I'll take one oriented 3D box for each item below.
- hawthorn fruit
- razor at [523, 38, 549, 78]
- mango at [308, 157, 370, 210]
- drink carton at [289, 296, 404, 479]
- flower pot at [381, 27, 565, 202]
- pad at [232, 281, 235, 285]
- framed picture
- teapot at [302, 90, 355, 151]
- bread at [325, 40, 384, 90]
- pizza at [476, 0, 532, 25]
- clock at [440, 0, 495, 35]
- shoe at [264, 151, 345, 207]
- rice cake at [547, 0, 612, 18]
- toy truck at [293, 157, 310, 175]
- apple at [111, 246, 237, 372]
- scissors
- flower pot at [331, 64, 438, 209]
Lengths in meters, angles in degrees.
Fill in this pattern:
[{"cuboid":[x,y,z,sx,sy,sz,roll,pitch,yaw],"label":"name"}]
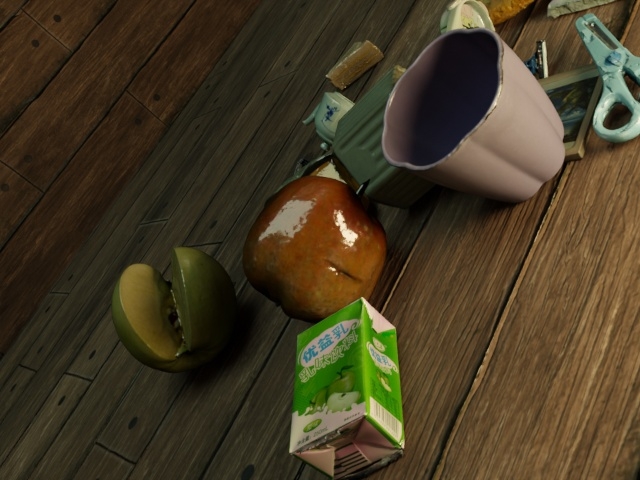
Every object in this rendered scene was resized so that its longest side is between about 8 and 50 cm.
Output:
[{"cuboid":[0.000,0.000,1.340,0.301,0.268,0.268,-61,27,3],"label":"hawthorn fruit"},{"cuboid":[0.388,-0.353,1.502,0.253,0.042,0.082,-7,89,55],"label":"razor"},{"cuboid":[-0.009,-0.044,1.583,0.257,0.138,0.187,-44,45,17],"label":"mango"},{"cuboid":[0.041,0.245,1.150,0.161,0.108,0.271,-32,30,24],"label":"drink carton"},{"cuboid":[0.276,-0.186,1.186,0.265,0.243,0.265,-36,40,37],"label":"flower pot"},{"cuboid":[-0.303,0.203,1.833,0.143,0.003,0.211,-16,41,47],"label":"pad"},{"cuboid":[0.390,-0.222,1.339,0.315,0.024,0.232,-9,47,53],"label":"framed picture"},{"cuboid":[0.050,-0.292,1.819,0.159,0.159,0.232,-48,55,1],"label":"teapot"},{"cuboid":[0.102,-0.525,2.112,0.152,0.077,0.105,-52,26,-4],"label":"bread"},{"cuboid":[0.539,-0.703,1.645,0.440,0.130,0.406,-30,30,52],"label":"pizza"},{"cuboid":[0.332,-0.472,1.579,0.062,0.151,0.191,-17,57,48],"label":"clock"},{"cuboid":[-0.024,-0.145,1.778,0.275,0.103,0.098,-28,19,31],"label":"shoe"},{"cuboid":[0.572,-0.519,1.441,0.085,0.040,0.226,-56,28,-17],"label":"rice cake"},{"cuboid":[-0.056,-0.187,1.943,0.044,0.039,0.083,-41,26,45],"label":"toy truck"},{"cuboid":[-0.332,0.162,1.619,0.292,0.292,0.254,-36,57,23],"label":"apple"},{"cuboid":[0.517,-0.302,1.203,0.180,0.032,0.393,-30,37,22],"label":"scissors"},{"cuboid":[0.162,-0.207,1.422,0.189,0.239,0.209,-43,-10,34],"label":"flower pot"}]
